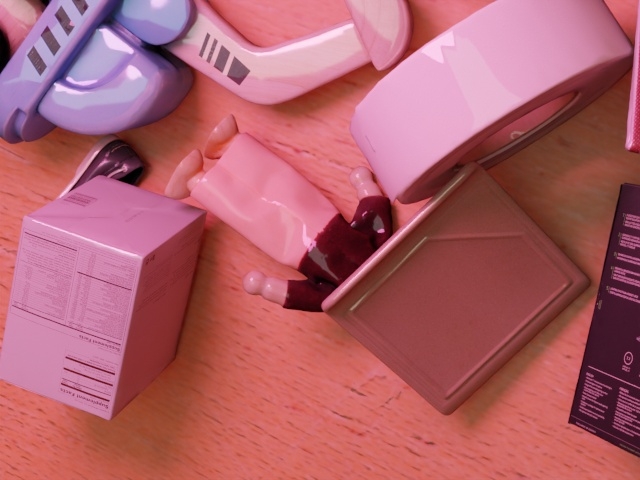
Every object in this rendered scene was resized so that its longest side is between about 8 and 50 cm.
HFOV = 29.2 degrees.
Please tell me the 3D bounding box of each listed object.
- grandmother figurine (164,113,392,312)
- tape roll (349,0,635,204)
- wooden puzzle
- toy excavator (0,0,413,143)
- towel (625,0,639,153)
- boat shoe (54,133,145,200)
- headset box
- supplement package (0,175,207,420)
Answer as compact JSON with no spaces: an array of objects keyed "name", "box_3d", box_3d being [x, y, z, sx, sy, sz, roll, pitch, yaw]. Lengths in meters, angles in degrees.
[{"name":"grandmother figurine","box_3d":[0.000,0.000,1.398,0.342,0.104,0.208,40,79,6]},{"name":"tape roll","box_3d":[0.174,-0.150,1.249,0.286,0.286,0.100,-32,82,16]},{"name":"wooden puzzle","box_3d":[0.146,0.054,1.311,0.221,0.044,0.238,-44,123,7]},{"name":"toy excavator","box_3d":[-0.175,-0.233,1.428,0.445,0.222,0.433,39,102,-1]},{"name":"towel","box_3d":[0.460,-0.166,1.164,0.329,0.037,0.237,8,73,2]},{"name":"boat shoe","box_3d":[-0.289,-0.031,1.516,0.065,0.075,0.206,35,97,18]},{"name":"headset box","box_3d":[0.391,0.084,1.197,0.131,0.246,0.283,9,95,-26]},{"name":"supplement package","box_3d":[-0.249,0.060,1.414,0.149,0.194,0.203,18,110,11]}]
